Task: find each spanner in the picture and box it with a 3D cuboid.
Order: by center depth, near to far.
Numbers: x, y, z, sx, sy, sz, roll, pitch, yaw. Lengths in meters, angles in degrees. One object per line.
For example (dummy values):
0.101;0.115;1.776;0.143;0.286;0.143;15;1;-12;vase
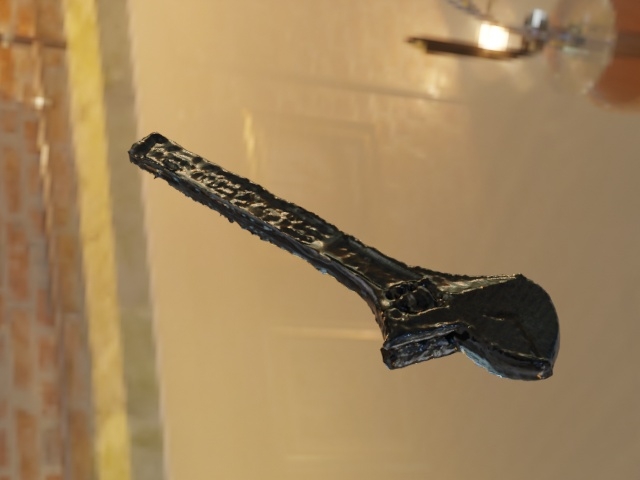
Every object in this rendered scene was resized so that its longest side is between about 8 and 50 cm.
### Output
0.000;0.000;0.862;0.325;0.093;0.026;30;-44;39;spanner
